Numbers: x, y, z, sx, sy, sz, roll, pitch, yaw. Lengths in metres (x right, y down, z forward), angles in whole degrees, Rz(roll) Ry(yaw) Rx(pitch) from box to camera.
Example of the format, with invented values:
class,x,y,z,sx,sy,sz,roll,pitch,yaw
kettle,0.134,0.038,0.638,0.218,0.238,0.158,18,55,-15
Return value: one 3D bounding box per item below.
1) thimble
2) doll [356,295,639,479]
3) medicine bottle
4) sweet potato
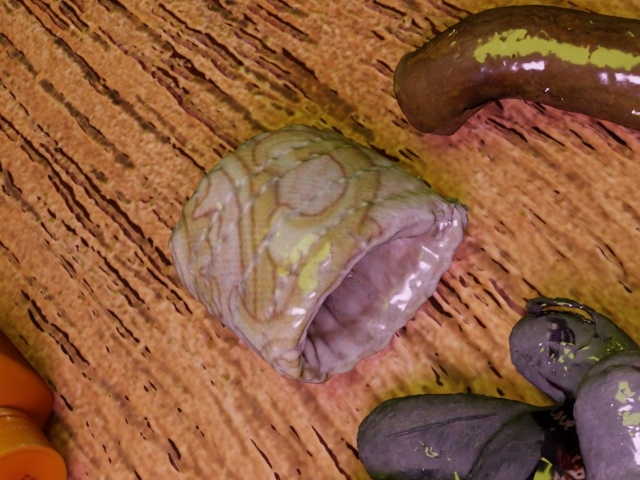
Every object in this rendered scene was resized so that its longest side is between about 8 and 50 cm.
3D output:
class,x,y,z,sx,sy,sz,roll,pitch,yaw
thimble,0.000,0.000,0.855,0.190,0.137,0.143,-39,53,-16
doll,0.150,0.135,0.692,0.340,0.158,0.245,1,50,28
medicine bottle,-0.299,0.136,0.921,0.149,0.112,0.222,-47,53,-7
sweet potato,0.195,-0.116,0.880,0.286,0.085,0.112,13,98,19
